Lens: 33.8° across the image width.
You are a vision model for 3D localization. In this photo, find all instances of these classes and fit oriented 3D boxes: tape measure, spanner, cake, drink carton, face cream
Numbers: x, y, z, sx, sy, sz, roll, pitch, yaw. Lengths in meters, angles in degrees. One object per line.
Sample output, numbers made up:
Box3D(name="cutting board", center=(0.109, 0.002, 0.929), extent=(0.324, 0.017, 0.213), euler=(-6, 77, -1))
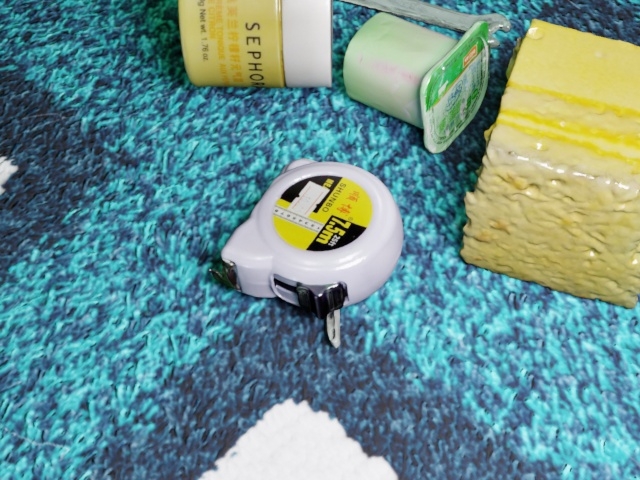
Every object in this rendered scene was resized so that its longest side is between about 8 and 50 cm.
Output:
Box3D(name="tape measure", center=(0.002, 0.003, 1.196), extent=(0.178, 0.105, 0.196), euler=(25, 58, 24))
Box3D(name="spanner", center=(0.115, -0.324, 1.463), extent=(0.302, 0.017, 0.071), euler=(19, 59, 13))
Box3D(name="cake", center=(0.304, -0.111, 1.199), extent=(0.228, 0.222, 0.286), euler=(17, 58, 9))
Box3D(name="drink carton", center=(0.116, -0.208, 1.321), extent=(0.142, 0.144, 0.146), euler=(25, 59, 27))
Box3D(name="face cream", center=(-0.075, -0.301, 1.326), extent=(0.179, 0.218, 0.218), euler=(0, 56, 1))
